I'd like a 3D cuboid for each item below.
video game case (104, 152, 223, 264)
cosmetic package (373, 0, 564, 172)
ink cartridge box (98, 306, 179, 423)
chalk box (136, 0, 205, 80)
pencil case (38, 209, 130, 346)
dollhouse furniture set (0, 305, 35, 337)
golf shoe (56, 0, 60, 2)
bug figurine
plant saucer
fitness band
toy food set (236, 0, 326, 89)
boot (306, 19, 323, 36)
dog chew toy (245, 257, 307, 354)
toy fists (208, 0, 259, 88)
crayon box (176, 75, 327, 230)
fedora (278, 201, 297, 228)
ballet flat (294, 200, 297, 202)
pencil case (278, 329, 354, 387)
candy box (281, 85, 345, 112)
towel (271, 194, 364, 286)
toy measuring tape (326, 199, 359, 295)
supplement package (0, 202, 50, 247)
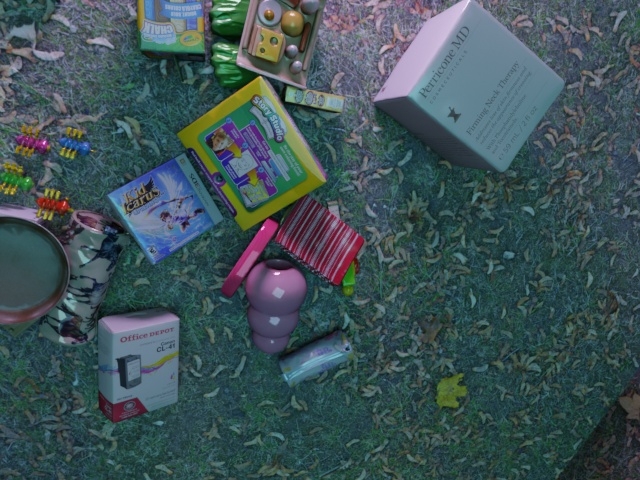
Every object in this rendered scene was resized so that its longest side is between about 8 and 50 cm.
[{"bbox_3d":[-0.473,-0.099,1.501,0.269,0.061,0.244,-38,109,-27],"label":"video game case"},{"bbox_3d":[0.445,-0.462,1.530,0.393,0.327,0.330,32,95,-16],"label":"cosmetic package"},{"bbox_3d":[-0.583,0.394,1.567,0.226,0.131,0.307,-7,109,-43],"label":"ink cartridge box"},{"bbox_3d":[-0.418,-0.605,1.382,0.179,0.180,0.289,0,102,-12],"label":"chalk box"},{"bbox_3d":[-0.723,0.122,1.499,0.183,0.160,0.411,19,98,-12],"label":"pencil case"},{"bbox_3d":[-0.962,0.235,1.479,0.123,0.151,0.144,-40,106,-1],"label":"dollhouse furniture set"},{"bbox_3d":[-0.804,-0.713,1.330,0.186,0.067,0.086,8,103,-14],"label":"golf shoe"},{"bbox_3d":[-0.807,-0.210,1.435,0.216,0.072,0.279,21,86,-20],"label":"bug figurine"},{"bbox_3d":[-0.870,0.081,1.366,0.310,0.050,0.311,-3,102,-14],"label":"plant saucer"},{"bbox_3d":[-0.226,0.051,1.558,0.054,0.209,0.291,33,82,-4],"label":"fitness band"},{"bbox_3d":[-0.104,-0.620,1.412,0.219,0.092,0.306,14,95,-18],"label":"toy food set"},{"bbox_3d":[-0.092,-0.661,1.508,0.189,0.069,0.086,26,110,-14],"label":"boot"},{"bbox_3d":[-0.155,0.232,1.638,0.206,0.207,0.332,2,111,-13],"label":"dog chew toy"},{"bbox_3d":[-0.265,-0.601,1.463,0.142,0.096,0.279,-4,103,-24],"label":"toy fists"},{"bbox_3d":[-0.203,-0.263,1.503,0.313,0.106,0.363,-30,105,11],"label":"crayon box"},{"bbox_3d":[-0.073,-0.044,1.633,0.194,0.079,0.195,-6,101,-33],"label":"fedora"},{"bbox_3d":[-0.084,-0.236,1.608,0.077,0.077,0.231,-6,108,-33],"label":"ballet flat"},{"bbox_3d":[-0.014,0.425,1.747,0.273,0.124,0.114,-23,107,-5],"label":"pencil case"},{"bbox_3d":[-0.026,-0.446,1.543,0.186,0.109,0.053,6,102,-14],"label":"candy box"},{"bbox_3d":[0.000,0.000,1.587,0.274,0.031,0.199,37,75,-18],"label":"towel"},{"bbox_3d":[0.063,0.031,1.700,0.121,0.121,0.330,-11,83,-10],"label":"toy measuring tape"},{"bbox_3d":[-0.911,0.028,1.448,0.138,0.134,0.244,13,100,-16],"label":"supplement package"}]
